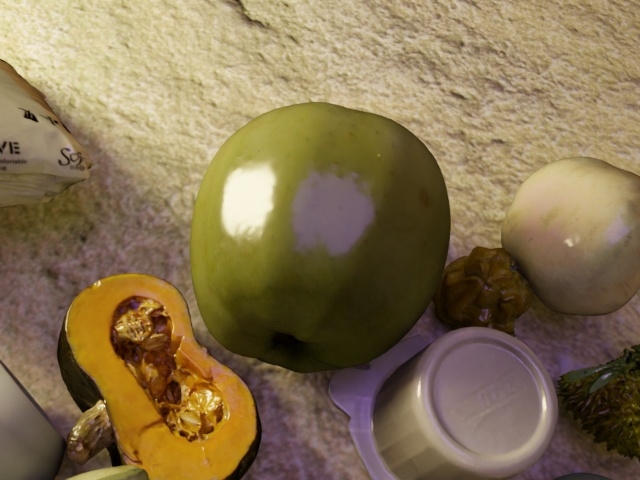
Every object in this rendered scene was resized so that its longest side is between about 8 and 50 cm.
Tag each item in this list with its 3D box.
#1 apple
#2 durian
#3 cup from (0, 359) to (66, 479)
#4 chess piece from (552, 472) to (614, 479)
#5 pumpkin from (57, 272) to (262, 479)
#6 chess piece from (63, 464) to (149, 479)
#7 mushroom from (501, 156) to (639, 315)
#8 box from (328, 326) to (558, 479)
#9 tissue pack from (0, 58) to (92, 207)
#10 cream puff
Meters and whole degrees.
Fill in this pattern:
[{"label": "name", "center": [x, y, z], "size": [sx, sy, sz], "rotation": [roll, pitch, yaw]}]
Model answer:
[{"label": "apple", "center": [0.000, 0.000, 0.882], "size": [0.357, 0.357, 0.357], "rotation": [3, 63, -6]}, {"label": "durian", "center": [0.459, 0.207, 0.911], "size": [0.237, 0.200, 0.176], "rotation": [-19, 56, -23]}, {"label": "cup", "center": [-0.468, 0.283, 0.743], "size": [0.317, 0.212, 0.212], "rotation": [-39, 74, -24]}, {"label": "chess piece", "center": [0.372, 0.357, 0.767], "size": [0.195, 0.299, 0.194], "rotation": [3, 62, -6]}, {"label": "pumpkin", "center": [-0.229, 0.204, 0.850], "size": [0.222, 0.139, 0.317], "rotation": [-29, 73, -28]}, {"label": "chess piece", "center": [-0.225, 0.460, 0.630], "size": [0.234, 0.234, 0.442], "rotation": [-12, 77, -13]}, {"label": "mushroom", "center": [0.415, 0.005, 1.010], "size": [0.234, 0.254, 0.260], "rotation": [33, 61, -32]}, {"label": "box", "center": [0.166, 0.212, 0.867], "size": [0.291, 0.206, 0.262], "rotation": [26, 62, 3]}, {"label": "tissue pack", "center": [-0.563, -0.162, 0.908], "size": [0.376, 0.195, 0.390], "rotation": [-11, 39, -45]}, {"label": "cream puff", "center": [0.239, 0.076, 0.982], "size": [0.121, 0.156, 0.156], "rotation": [5, 62, -7]}]
